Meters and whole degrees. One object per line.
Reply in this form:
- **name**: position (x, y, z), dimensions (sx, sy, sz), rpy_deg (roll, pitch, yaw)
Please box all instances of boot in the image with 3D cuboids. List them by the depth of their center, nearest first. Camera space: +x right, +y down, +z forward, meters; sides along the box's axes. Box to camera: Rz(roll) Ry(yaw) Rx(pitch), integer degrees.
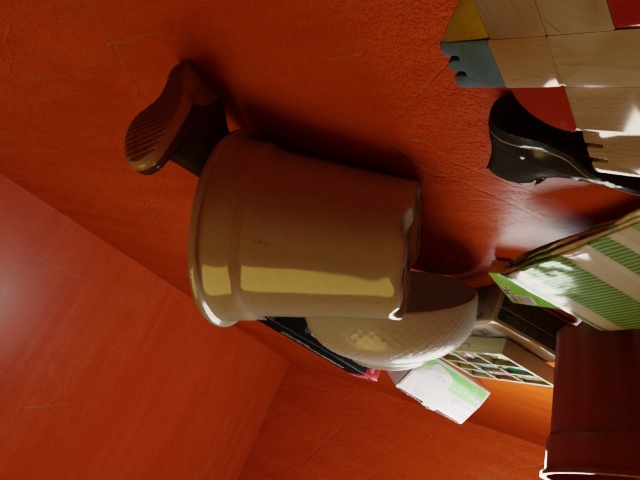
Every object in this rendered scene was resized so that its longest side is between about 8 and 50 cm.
- **boot**: position (0.292, -0.091, 0.680), dimensions (0.198, 0.077, 0.137), rpy_deg (32, 169, 20)
- **boot**: position (-0.186, -0.130, 0.881), dimensions (0.090, 0.248, 0.207), rpy_deg (-10, 133, 20)

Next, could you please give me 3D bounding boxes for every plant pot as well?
- **plant pot**: position (0.000, 0.000, 0.940), dimensions (0.305, 0.334, 0.334), rpy_deg (8, 157, 15)
- **plant pot**: position (0.526, 0.290, 1.016), dimensions (0.272, 0.265, 0.272), rpy_deg (7, 155, 3)

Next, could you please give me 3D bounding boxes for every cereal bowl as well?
- **cereal bowl**: position (0.134, 0.160, 1.140), dimensions (0.339, 0.141, 0.339), rpy_deg (0, -169, 0)

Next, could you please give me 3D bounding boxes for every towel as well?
- **towel**: position (0.453, 0.044, 0.812), dimensions (0.248, 0.038, 0.325), rpy_deg (28, 151, -13)

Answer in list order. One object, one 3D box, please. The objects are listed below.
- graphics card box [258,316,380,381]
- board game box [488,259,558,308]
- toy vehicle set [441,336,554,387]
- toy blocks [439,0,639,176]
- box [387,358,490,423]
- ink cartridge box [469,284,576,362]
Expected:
- **graphics card box**: position (0.023, 0.155, 1.384), dimensions (0.371, 0.233, 0.094), rpy_deg (35, 159, -28)
- **board game box**: position (0.435, 0.085, 0.999), dimensions (0.259, 0.039, 0.124), rpy_deg (7, 154, 45)
- **toy vehicle set**: position (0.369, 0.262, 1.274), dimensions (0.166, 0.035, 0.267), rpy_deg (31, 161, -18)
- **toy blocks**: position (0.196, -0.178, 0.409), dimensions (0.261, 0.191, 0.381), rpy_deg (18, 155, 49)
- **box**: position (0.276, 0.325, 1.528), dimensions (0.262, 0.127, 0.231), rpy_deg (36, -170, -27)
- **ink cartridge box**: position (0.386, 0.185, 1.242), dimensions (0.193, 0.088, 0.234), rpy_deg (30, 160, -11)
